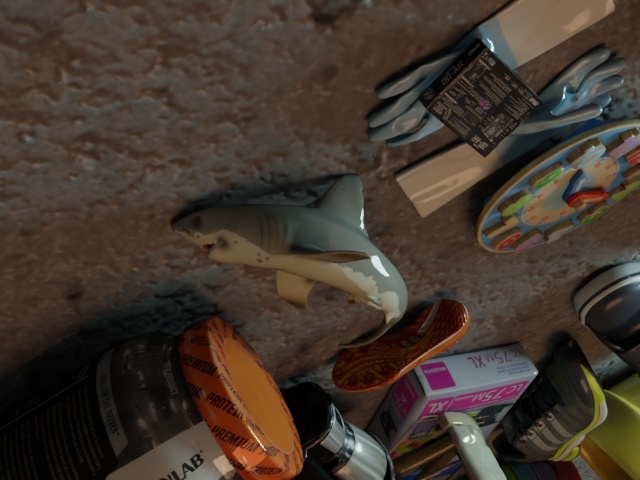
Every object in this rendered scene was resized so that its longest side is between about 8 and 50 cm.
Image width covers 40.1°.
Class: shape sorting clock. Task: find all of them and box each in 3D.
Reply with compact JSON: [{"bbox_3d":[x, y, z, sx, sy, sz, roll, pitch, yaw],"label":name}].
[{"bbox_3d":[0.250,-0.048,0.879,0.206,0.040,0.206,-23,151,-13],"label":"shape sorting clock"}]

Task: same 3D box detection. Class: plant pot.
[{"bbox_3d":[0.555,0.301,1.392,0.239,0.254,0.254,-42,146,-6],"label":"plant pot"}]

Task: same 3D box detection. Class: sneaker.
[{"bbox_3d":[0.096,0.129,1.007,0.175,0.064,0.067,-26,156,4],"label":"sneaker"},{"bbox_3d":[0.461,0.127,1.188,0.126,0.128,0.321,-42,141,23],"label":"sneaker"},{"bbox_3d":[0.331,0.254,1.286,0.121,0.111,0.300,-13,141,-10],"label":"sneaker"}]

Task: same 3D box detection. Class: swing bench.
[{"bbox_3d":[0.169,0.401,1.134,0.254,0.253,0.165,-41,142,21],"label":"swing bench"}]

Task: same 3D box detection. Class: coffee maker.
[{"bbox_3d":[-0.019,0.270,1.039,0.171,0.120,0.178,-51,134,-9],"label":"coffee maker"}]

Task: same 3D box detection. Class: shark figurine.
[{"bbox_3d":[0.028,0.007,0.778,0.166,0.116,0.278,-9,151,40],"label":"shark figurine"}]

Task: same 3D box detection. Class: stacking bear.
[{"bbox_3d":[0.305,0.475,1.520,0.288,0.175,0.164,-15,147,-3],"label":"stacking bear"}]

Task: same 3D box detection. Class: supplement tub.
[{"bbox_3d":[-0.199,0.223,0.807,0.338,0.207,0.207,-31,145,7],"label":"supplement tub"}]

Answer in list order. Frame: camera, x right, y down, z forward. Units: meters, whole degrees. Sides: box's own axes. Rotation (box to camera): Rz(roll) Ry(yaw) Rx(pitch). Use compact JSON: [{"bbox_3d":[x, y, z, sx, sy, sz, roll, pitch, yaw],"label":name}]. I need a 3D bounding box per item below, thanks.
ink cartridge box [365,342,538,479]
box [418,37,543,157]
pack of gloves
[{"bbox_3d":[0.154,0.266,1.226,0.185,0.065,0.311,-5,142,-27],"label":"ink cartridge box"},{"bbox_3d":[0.130,-0.113,0.707,0.083,0.018,0.067,30,114,-37],"label":"box"},{"bbox_3d":[0.162,-0.112,0.750,0.232,0.046,0.195,-33,146,9],"label":"pack of gloves"}]
